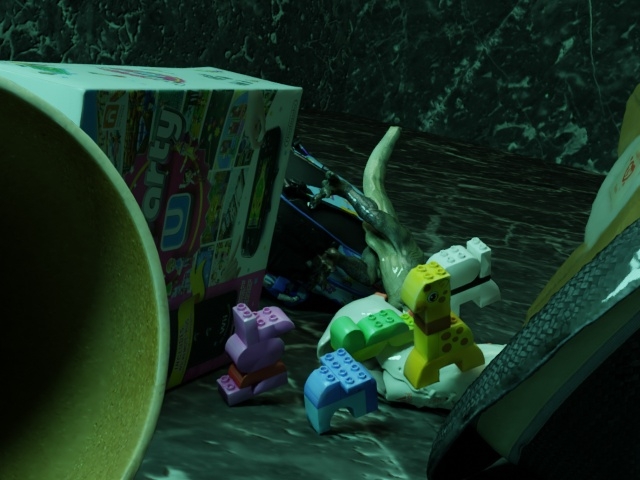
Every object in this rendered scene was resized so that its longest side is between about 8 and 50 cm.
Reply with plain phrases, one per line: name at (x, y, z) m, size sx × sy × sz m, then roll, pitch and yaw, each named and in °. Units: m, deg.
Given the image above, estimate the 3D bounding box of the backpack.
backpack at (0.000, 0.000, 1.250) m, size 0.173 × 0.117 × 0.158 m, roll 33°, pitch 18°, yaw -17°

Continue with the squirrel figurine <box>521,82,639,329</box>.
squirrel figurine at (0.435, 0.021, 1.102) m, size 0.370 × 0.281 × 0.397 m, roll 28°, pitch -16°, yaw -4°

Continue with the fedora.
fedora at (0.214, 0.087, 0.742) m, size 0.152 × 0.334 × 0.334 m, roll 50°, pitch 27°, yaw 18°

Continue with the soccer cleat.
soccer cleat at (0.089, 0.102, 0.967) m, size 0.196 × 0.068 × 0.076 m, roll 22°, pitch 44°, yaw 28°

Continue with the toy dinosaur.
toy dinosaur at (0.047, -0.001, 1.144) m, size 0.118 × 0.064 × 0.268 m, roll 12°, pitch 51°, yaw -33°

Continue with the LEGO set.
LEGO set at (0.045, 0.053, 0.901) m, size 0.227 × 0.093 × 0.087 m, roll -20°, pitch 38°, yaw -21°

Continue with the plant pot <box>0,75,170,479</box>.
plant pot at (-0.232, 0.041, 0.623) m, size 0.237 × 0.237 × 0.254 m, roll 3°, pitch -1°, yaw -31°

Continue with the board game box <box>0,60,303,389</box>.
board game box at (-0.133, -0.006, 0.889) m, size 0.098 × 0.224 × 0.303 m, roll 16°, pitch 12°, yaw 21°
